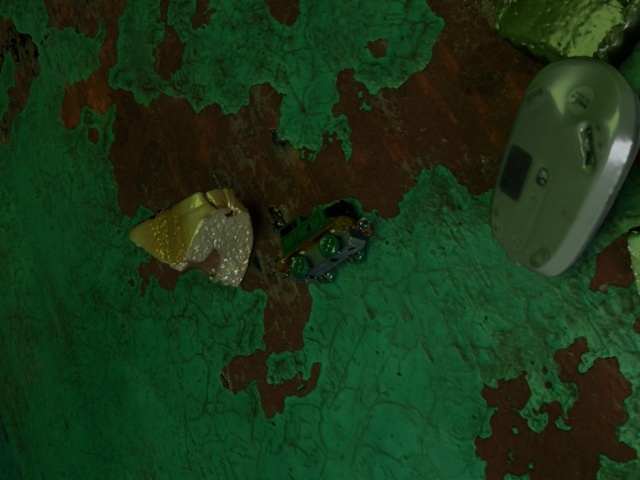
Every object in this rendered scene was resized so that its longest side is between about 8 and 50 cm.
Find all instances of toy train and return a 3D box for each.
[{"bbox_3d":[0.000,0.000,1.301,0.227,0.091,0.136,-38,57,31],"label":"toy train"}]

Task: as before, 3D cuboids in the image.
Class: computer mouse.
[{"bbox_3d":[0.349,-0.102,0.992,0.197,0.095,0.331,55,146,40],"label":"computer mouse"}]

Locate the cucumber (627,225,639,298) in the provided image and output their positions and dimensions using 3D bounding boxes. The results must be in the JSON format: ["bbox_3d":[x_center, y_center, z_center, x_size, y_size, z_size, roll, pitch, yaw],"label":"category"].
[{"bbox_3d":[0.530,0.002,0.892,0.243,0.063,0.115,-12,116,40],"label":"cucumber"}]

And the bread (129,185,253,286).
[{"bbox_3d":[-0.255,-0.044,1.439,0.224,0.183,0.211,35,108,30],"label":"bread"}]

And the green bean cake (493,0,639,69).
[{"bbox_3d":[0.384,-0.350,0.998,0.200,0.113,0.214,41,112,32],"label":"green bean cake"}]

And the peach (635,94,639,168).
[{"bbox_3d":[0.506,-0.141,0.893,0.190,0.192,0.190,-21,43,20],"label":"peach"}]
